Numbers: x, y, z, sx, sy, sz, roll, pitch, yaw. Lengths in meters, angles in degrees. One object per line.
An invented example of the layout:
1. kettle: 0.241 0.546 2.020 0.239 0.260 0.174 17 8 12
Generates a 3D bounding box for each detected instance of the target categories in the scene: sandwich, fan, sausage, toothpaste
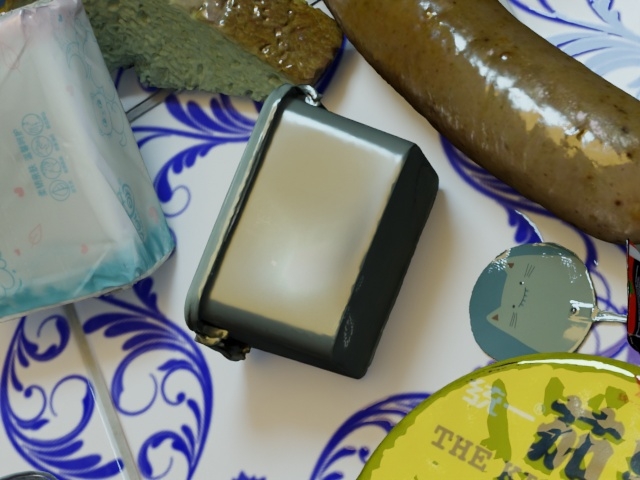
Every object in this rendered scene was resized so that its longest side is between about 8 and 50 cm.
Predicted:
1. sandwich: -0.150 -0.209 1.618 0.254 0.288 0.099 -39 22 55
2. fan: 0.206 0.059 1.424 0.175 0.005 0.113 8 76 27
3. sausage: 0.123 -0.164 1.470 0.136 0.123 0.501 -34 57 -18
4. toothpaste: 0.254 0.061 1.292 0.045 0.193 0.071 -4 70 22

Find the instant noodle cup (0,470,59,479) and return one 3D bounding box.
1. instant noodle cup: -0.239 0.362 1.419 0.244 0.244 0.255 -46 67 5

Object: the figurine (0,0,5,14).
1. figurine: -0.520 -0.299 1.719 0.387 0.268 0.401 -43 61 -14

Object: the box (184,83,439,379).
1. box: 0.000 0.000 1.462 0.135 0.163 0.243 18 80 20

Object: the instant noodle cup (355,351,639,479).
1. instant noodle cup: 0.197 0.264 1.213 0.326 0.254 0.325 -8 70 23

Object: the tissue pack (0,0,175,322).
1. tissue pack: -0.274 -0.072 1.560 0.201 0.124 0.271 -16 103 17
